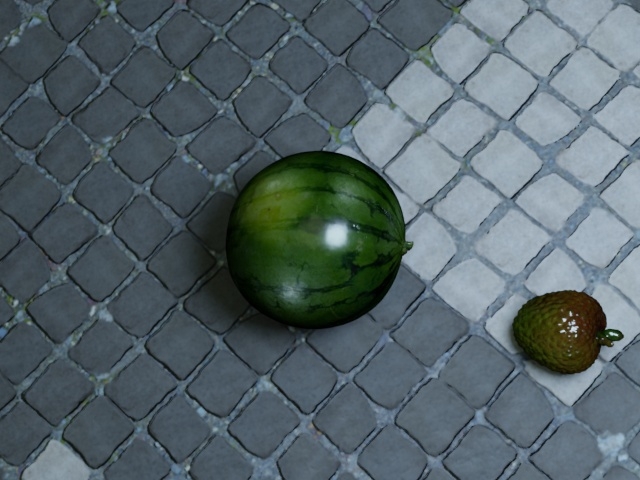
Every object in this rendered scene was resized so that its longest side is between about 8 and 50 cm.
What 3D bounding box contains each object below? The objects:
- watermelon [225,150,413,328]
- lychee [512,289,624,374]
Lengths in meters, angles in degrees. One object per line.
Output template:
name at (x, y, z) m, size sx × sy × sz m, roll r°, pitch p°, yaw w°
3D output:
watermelon at (-0.005, 0.000, 1.761) m, size 0.242 × 0.242 × 0.242 m, roll -2°, pitch 74°, yaw 9°
lychee at (0.323, 0.118, 1.739) m, size 0.146 × 0.114 × 0.114 m, roll 11°, pitch 76°, yaw 32°
